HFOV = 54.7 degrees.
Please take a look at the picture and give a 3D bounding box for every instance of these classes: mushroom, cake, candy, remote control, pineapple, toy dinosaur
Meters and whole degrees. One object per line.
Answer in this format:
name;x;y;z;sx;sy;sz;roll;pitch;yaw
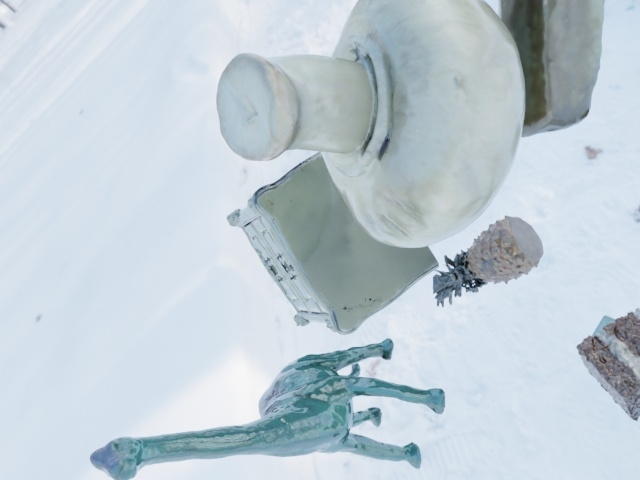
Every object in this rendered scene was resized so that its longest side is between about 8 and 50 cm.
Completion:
mushroom;0.097;-0.147;0.701;0.315;0.315;0.356;-37;-6;16
cake;0.556;0.212;1.085;0.147;0.134;0.135;-38;45;8
candy;0.284;-0.251;0.770;0.104;0.233;0.102;-15;21;-17
remote control;0.854;0.288;1.873;0.053;0.018;0.124;30;89;40
pineapple;0.430;0.073;1.688;0.340;0.169;0.169;-40;32;40
toy dinosaur;-0.062;0.180;0.694;0.383;0.331;0.129;178;94;-77

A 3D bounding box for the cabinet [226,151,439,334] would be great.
cabinet;0.000;0.000;1.194;0.228;0.289;0.318;-35;6;-18
